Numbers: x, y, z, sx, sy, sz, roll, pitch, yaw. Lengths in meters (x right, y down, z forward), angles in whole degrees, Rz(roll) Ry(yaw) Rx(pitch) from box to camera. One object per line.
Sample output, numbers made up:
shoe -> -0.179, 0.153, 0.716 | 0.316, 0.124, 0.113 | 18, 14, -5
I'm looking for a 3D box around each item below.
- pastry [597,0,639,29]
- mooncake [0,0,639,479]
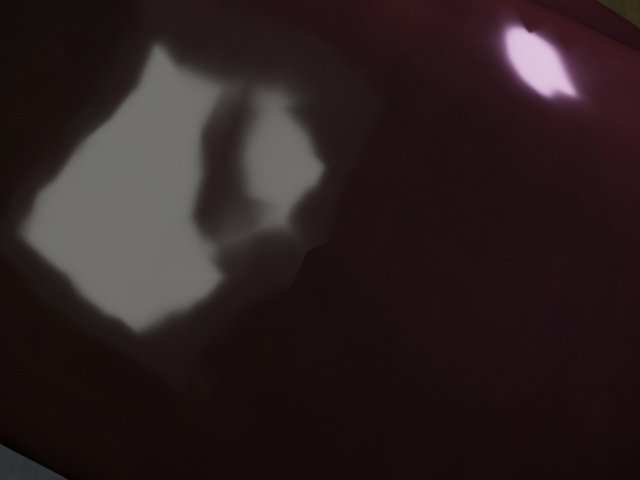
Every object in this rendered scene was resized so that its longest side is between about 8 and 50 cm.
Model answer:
pastry -> 0.204, -0.176, 0.549 | 0.330, 0.136, 0.329 | -8, 73, 28
mooncake -> 0.000, 0.000, 0.518 | 0.334, 0.326, 0.174 | 25, 90, 54
